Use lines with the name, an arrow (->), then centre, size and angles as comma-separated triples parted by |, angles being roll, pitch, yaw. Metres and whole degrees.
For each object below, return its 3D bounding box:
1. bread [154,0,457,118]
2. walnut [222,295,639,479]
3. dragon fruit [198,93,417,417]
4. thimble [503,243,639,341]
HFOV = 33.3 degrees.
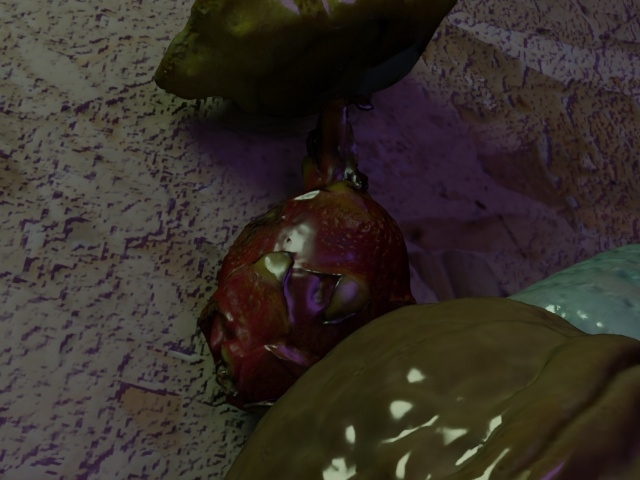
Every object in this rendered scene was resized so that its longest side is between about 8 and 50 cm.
bread -> 0.004, -0.150, 0.749 | 0.233, 0.160, 0.088 | -17, 64, -36
walnut -> 0.076, 0.182, 0.525 | 0.252, 0.277, 0.313 | 38, 86, -28
dragon fruit -> 0.000, 0.000, 0.694 | 0.125, 0.125, 0.246 | 21, 54, -19
thimble -> 0.202, 0.110, 0.698 | 0.149, 0.185, 0.211 | -19, 38, -35
